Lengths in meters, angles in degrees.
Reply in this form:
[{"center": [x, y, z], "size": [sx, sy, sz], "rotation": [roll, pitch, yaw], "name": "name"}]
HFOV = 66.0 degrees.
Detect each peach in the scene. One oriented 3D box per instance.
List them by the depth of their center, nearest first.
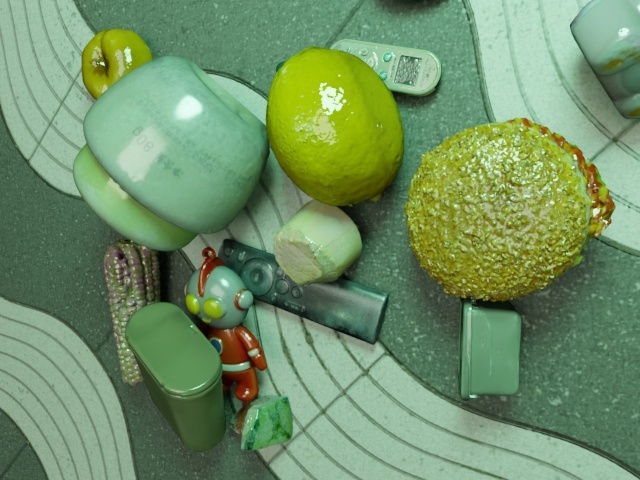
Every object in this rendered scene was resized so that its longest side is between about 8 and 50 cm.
[{"center": [-0.457, -0.385, 1.109], "size": [0.179, 0.103, 0.179], "rotation": [1, 92, 26], "name": "peach"}]

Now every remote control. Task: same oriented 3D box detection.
[{"center": [0.113, -0.315, 0.899], "size": [0.221, 0.042, 0.078], "rotation": [17, 100, 20], "name": "remote control"}, {"center": [-0.051, 0.098, 1.005], "size": [0.377, 0.044, 0.107], "rotation": [18, 98, 21], "name": "remote control"}]

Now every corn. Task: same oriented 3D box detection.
[{"center": [-0.423, 0.162, 1.130], "size": [0.126, 0.126, 0.335], "rotation": [-1, 96, 24], "name": "corn"}]

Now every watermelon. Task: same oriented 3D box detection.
[{"center": [-0.124, 0.381, 1.063], "size": [0.158, 0.121, 0.098], "rotation": [159, 116, -67], "name": "watermelon"}]

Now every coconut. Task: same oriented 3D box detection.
[{"center": [0.000, 0.000, 0.920], "size": [0.147, 0.152, 0.147], "rotation": [22, 135, 25], "name": "coconut"}]

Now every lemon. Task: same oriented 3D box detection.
[{"center": [0.024, -0.190, 0.845], "size": [0.263, 0.236, 0.236], "rotation": [46, 110, 19], "name": "lemon"}]

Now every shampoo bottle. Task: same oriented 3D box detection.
[{"center": [-0.269, -0.164, 0.926], "size": [0.317, 0.322, 0.322], "rotation": [-45, 77, 14], "name": "shampoo bottle"}]

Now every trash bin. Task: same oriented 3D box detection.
[{"center": [-0.291, 0.284, 1.015], "size": [0.243, 0.121, 0.248], "rotation": [38, 141, 32], "name": "trash bin"}]

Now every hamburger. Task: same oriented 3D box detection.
[{"center": [0.274, -0.048, 0.774], "size": [0.294, 0.179, 0.276], "rotation": [-38, 76, 22], "name": "hamburger"}]

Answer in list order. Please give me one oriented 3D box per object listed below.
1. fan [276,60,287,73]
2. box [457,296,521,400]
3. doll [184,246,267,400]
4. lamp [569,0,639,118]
[{"center": [-0.057, -0.279, 0.978], "size": [0.082, 0.039, 0.155], "rotation": [-8, 90, 24], "name": "fan"}, {"center": [0.282, 0.176, 0.829], "size": [0.092, 0.124, 0.172], "rotation": [1, 96, 13], "name": "box"}, {"center": [-0.202, 0.173, 1.019], "size": [0.199, 0.105, 0.337], "rotation": [8, 113, 33], "name": "doll"}, {"center": [0.506, -0.336, 0.656], "size": [0.301, 0.247, 0.248], "rotation": [-31, 42, 34], "name": "lamp"}]
